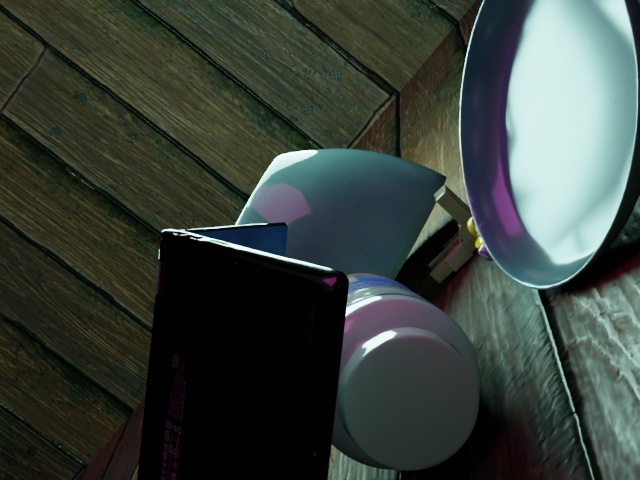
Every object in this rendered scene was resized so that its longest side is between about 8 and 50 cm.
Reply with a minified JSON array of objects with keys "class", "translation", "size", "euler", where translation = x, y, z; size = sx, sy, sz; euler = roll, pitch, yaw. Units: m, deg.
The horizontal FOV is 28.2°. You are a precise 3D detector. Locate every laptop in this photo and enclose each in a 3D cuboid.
[{"class":"laptop","translation":[-0.033,0.189,1.137],"size":[0.408,0.236,0.382],"euler":[12,98,54]}]

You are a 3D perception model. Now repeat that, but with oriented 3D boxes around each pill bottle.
[{"class":"pill bottle","translation":[0.057,0.118,1.146],"size":[0.152,0.152,0.272],"euler":[-52,10,0]}]

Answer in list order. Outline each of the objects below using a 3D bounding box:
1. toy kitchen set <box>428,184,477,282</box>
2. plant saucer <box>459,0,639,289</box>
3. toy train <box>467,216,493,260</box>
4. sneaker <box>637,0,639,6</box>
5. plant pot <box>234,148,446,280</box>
[{"class":"toy kitchen set","translation":[0.142,-0.012,1.471],"size":[0.083,0.075,0.068],"euler":[-45,9,15]},{"class":"plant saucer","translation":[0.212,-0.115,1.143],"size":[0.317,0.043,0.318],"euler":[179,90,-70]},{"class":"toy train","translation":[0.210,-0.031,1.311],"size":[0.125,0.046,0.166],"euler":[-50,12,9]},{"class":"sneaker","translation":[0.300,-0.214,1.265],"size":[0.152,0.114,0.305],"euler":[-48,1,7]},{"class":"plant pot","translation":[0.000,0.000,1.579],"size":[0.290,0.195,0.290],"euler":[-60,-1,-2]}]
